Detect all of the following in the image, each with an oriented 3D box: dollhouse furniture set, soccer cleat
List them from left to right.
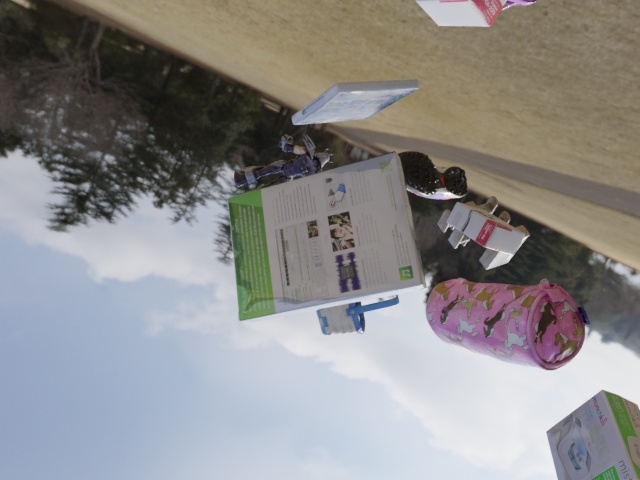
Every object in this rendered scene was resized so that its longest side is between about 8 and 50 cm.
[{"bbox_3d":[0.258,-0.155,1.333,0.117,0.108,0.318,-9,172,43],"label":"soccer cleat"},{"bbox_3d":[0.568,-0.051,1.771,0.212,0.161,0.242,-16,-122,-21],"label":"dollhouse furniture set"}]

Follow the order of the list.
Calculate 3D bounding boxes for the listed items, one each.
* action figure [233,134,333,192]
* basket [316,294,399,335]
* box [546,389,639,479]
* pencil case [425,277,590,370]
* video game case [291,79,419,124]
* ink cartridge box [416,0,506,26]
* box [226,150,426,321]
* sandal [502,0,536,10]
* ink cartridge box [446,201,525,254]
[{"bbox_3d":[-0.098,-0.198,1.462,0.099,0.285,0.185,-86,-25,-71],"label":"action figure"},{"bbox_3d":[0.131,0.222,1.828,0.289,0.200,0.255,-11,-178,5],"label":"basket"},{"bbox_3d":[0.728,0.564,1.320,0.127,0.231,0.262,24,-144,-8],"label":"box"},{"bbox_3d":[0.387,0.170,1.148,0.160,0.167,0.386,51,163,-10],"label":"pencil case"},{"bbox_3d":[0.053,-0.221,0.829,0.157,0.019,0.143,-13,178,-31],"label":"video game case"},{"bbox_3d":[0.317,-0.543,1.025,0.092,0.217,0.159,29,-176,-37],"label":"ink cartridge box"},{"bbox_3d":[0.000,0.000,0.891,0.322,0.232,0.058,-13,163,16],"label":"box"},{"bbox_3d":[0.610,-0.818,1.714,0.417,0.102,0.169,18,-151,29],"label":"sandal"},{"bbox_3d":[0.403,-0.032,1.272,0.109,0.063,0.150,12,-160,-31],"label":"ink cartridge box"}]
